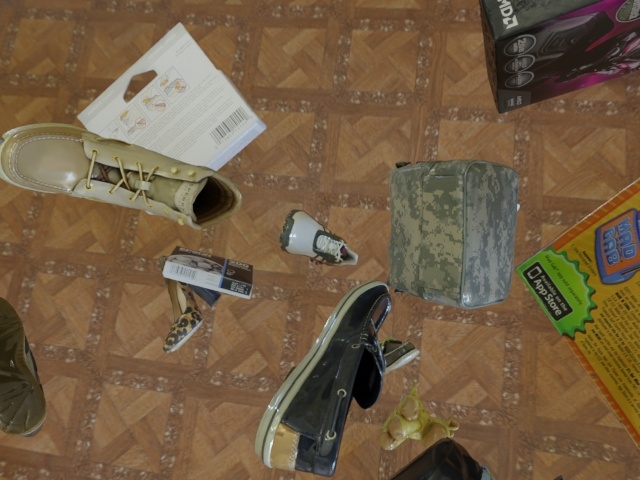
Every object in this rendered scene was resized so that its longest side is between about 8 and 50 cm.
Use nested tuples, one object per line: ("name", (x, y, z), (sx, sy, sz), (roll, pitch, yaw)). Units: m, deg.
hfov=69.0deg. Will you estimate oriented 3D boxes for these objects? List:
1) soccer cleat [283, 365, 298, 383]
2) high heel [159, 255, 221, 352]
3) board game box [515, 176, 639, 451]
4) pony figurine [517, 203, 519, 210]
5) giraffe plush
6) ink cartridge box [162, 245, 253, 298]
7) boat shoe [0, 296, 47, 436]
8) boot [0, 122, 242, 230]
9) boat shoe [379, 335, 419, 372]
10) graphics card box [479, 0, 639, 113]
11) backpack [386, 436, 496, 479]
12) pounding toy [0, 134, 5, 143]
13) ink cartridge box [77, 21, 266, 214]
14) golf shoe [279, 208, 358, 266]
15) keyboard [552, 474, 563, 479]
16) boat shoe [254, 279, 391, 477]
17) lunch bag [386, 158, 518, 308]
("soccer cleat", (-0.019, 0.364, 1.124), (0.117, 0.318, 0.108), (19, 89, 14))
("high heel", (-0.366, 0.147, 1.129), (0.186, 0.261, 0.093), (42, 116, -9))
("board game box", (0.539, 0.082, 0.524), (0.356, 0.357, 0.356), (-48, 51, 35))
("pony figurine", (0.481, -0.058, 1.681), (0.303, 0.350, 0.363), (2, 41, -24))
("giraffe plush", (0.279, 0.518, 1.281), (0.171, 0.210, 0.181), (36, 112, 14))
("ink cartridge box", (-0.270, 0.068, 1.163), (0.207, 0.208, 0.045), (16, 100, -12))
("boat shoe", (-0.313, 0.125, 0.458), (0.056, 0.049, 0.152), (-15, 62, -36))
("boot", (-0.252, -0.080, 0.622), (0.204, 0.262, 0.095), (20, 97, 27))
("boat shoe", (0.195, 0.339, 1.371), (0.109, 0.305, 0.091), (-19, 71, -20))
("graphics card box", (0.429, -0.324, 0.665), (0.372, 0.233, 0.094), (-13, 75, 19))
("backpack", (0.169, 0.423, 0.491), (0.290, 0.274, 0.355), (-50, 63, 22))
("pounding toy", (-0.338, -0.101, 0.338), (0.100, 0.130, 0.141), (-43, 111, -12))
("ink cartridge box", (-0.304, -0.241, 0.954), (0.296, 0.066, 0.261), (-38, 85, 8))
("golf shoe", (0.000, 0.000, 1.095), (0.120, 0.273, 0.105), (14, 84, 26))
("keyboard", (0.549, 0.644, 1.057), (0.108, 0.023, 0.180), (-6, 78, -32))
("boat shoe", (0.059, 0.257, 0.942), (0.156, 0.500, 0.186), (16, 124, 20))
("lunch bag", (0.253, -0.024, 0.988), (0.256, 0.213, 0.304), (5, 96, 48))
